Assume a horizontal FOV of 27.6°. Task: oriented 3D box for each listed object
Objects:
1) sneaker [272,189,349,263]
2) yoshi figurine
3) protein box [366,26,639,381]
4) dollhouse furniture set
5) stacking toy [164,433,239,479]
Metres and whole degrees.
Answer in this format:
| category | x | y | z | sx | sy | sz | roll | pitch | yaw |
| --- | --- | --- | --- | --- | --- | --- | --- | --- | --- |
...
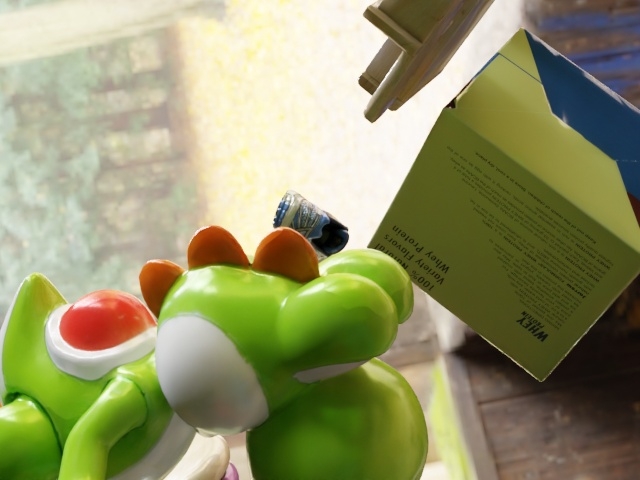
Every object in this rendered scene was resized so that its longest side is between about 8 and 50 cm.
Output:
| category | x | y | z | sx | sy | sz | roll | pitch | yaw |
| --- | --- | --- | --- | --- | --- | --- | --- | --- | --- |
| sneaker | 0.000 | 0.000 | 1.219 | 0.052 | 0.058 | 0.135 | -63 | -22 | -7 |
| yoshi figurine | -0.083 | 0.129 | 0.812 | 0.203 | 0.362 | 0.203 | 37 | -138 | -41 |
| protein box | 0.180 | -0.027 | 1.107 | 0.200 | 0.136 | 0.201 | 38 | 143 | 9 |
| dollhouse furniture set | -0.012 | -0.293 | 1.134 | 0.174 | 0.355 | 0.303 | -54 | -6 | 35 |
| stacking toy | -0.107 | 0.400 | 1.595 | 0.330 | 0.141 | 0.141 | 62 | 177 | -19 |
